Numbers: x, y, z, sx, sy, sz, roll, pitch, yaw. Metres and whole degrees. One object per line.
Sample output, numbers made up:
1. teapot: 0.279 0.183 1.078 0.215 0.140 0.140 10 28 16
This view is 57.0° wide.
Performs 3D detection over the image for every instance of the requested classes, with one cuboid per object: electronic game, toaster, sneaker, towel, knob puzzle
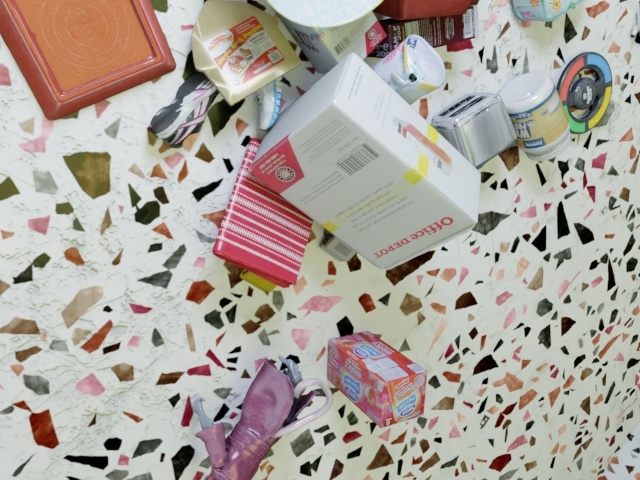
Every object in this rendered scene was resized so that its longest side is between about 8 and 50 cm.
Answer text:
1. electronic game: 0.750 -0.418 1.678 0.229 0.048 0.229 -10 112 -27
2. toaster: 0.371 -0.268 1.463 0.227 0.129 0.146 -33 116 -14
3. sneaker: -0.250 -0.253 1.151 0.178 0.072 0.077 -45 146 -11
4. sneaker: -0.121 -0.320 1.198 0.082 0.071 0.191 3 97 -25
5. towel: -0.104 -0.057 1.244 0.198 0.031 0.275 26 67 -28
6. knob puzzle: -0.161 -0.375 1.134 0.213 0.030 0.213 2 81 -14

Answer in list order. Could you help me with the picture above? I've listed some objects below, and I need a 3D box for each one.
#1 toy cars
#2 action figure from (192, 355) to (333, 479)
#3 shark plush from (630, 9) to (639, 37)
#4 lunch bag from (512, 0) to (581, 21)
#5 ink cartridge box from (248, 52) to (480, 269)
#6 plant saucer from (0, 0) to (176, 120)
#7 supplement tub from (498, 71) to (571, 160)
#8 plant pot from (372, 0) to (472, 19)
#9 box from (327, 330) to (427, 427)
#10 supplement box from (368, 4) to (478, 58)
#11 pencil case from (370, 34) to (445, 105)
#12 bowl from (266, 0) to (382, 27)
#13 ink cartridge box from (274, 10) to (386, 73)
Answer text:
1. toy cars: 0.000 0.000 1.359 0.393 0.087 0.177 -21 116 -23
2. action figure: -0.146 0.459 1.338 0.370 0.275 0.248 -54 131 -20
3. shark plush: 0.949 -0.656 1.729 0.067 0.073 0.161 -10 91 -48
4. lunch bag: 0.558 -0.689 1.436 0.224 0.108 0.279 -39 124 -19
5. ink cartridge box: 0.097 -0.139 1.201 0.384 0.279 0.160 37 48 -23
6. plant saucer: -0.408 -0.372 1.019 0.259 0.047 0.259 -29 119 -18
7. supplement tub: 0.563 -0.322 1.543 0.144 0.144 0.200 -46 123 -9
8. plant pot: 0.187 -0.583 1.180 0.267 0.267 0.236 -15 125 -26
9. box: 0.132 0.333 1.448 0.128 0.257 0.123 -7 108 -28
10. supplement box: 0.215 -0.461 1.301 0.239 0.130 0.073 -20 116 -22
11. pencil case: 0.128 -0.302 1.222 0.113 0.273 0.124 35 53 -24
12. bowl: -0.004 -0.530 1.004 0.289 0.156 0.290 -14 135 -15
13. ink cartridge box: 0.017 -0.444 1.192 0.128 0.127 0.176 -46 124 -8
